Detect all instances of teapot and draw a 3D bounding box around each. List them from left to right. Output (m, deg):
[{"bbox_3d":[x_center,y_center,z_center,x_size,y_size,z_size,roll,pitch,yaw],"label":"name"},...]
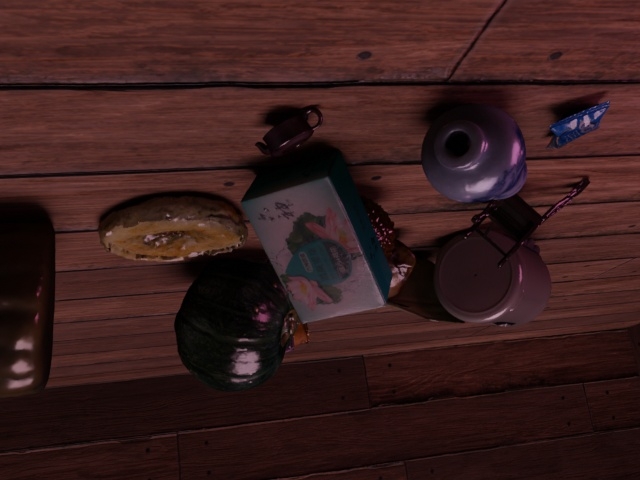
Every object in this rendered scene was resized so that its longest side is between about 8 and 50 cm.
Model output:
[{"bbox_3d":[-0.043,-0.146,0.941,0.100,0.045,0.068,-32,180,16],"label":"teapot"}]

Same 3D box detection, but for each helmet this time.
[{"bbox_3d":[0.231,0.110,1.711,0.258,0.137,0.204,9,179,41],"label":"helmet"}]

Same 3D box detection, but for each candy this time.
[{"bbox_3d":[0.383,-0.171,1.066,0.088,0.038,0.136,-25,167,10],"label":"candy"}]

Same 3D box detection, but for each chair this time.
[{"bbox_3d":[0.394,-0.063,1.361,0.229,0.113,0.106,-43,169,-14],"label":"chair"}]

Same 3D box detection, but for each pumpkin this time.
[{"bbox_3d":[-0.198,0.199,1.528,0.264,0.197,0.292,18,126,8],"label":"pumpkin"}]

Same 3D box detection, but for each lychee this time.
[{"bbox_3d":[0.056,-0.009,1.256,0.171,0.171,0.171,-7,163,-2],"label":"lychee"}]

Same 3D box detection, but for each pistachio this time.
[{"bbox_3d":[0.124,0.057,1.554,0.165,0.130,0.210,46,138,-18],"label":"pistachio"}]

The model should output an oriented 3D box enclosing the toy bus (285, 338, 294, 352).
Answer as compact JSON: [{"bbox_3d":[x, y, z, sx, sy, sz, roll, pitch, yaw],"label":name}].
[{"bbox_3d":[-0.129,0.191,1.736,0.096,0.198,0.108,-19,163,35],"label":"toy bus"}]

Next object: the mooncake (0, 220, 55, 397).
[{"bbox_3d":[-0.520,0.109,1.152,0.161,0.290,0.290,3,161,-16],"label":"mooncake"}]

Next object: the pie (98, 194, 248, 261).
[{"bbox_3d":[-0.256,-0.012,1.260,0.274,0.055,0.274,-7,163,-2],"label":"pie"}]

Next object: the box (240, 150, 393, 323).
[{"bbox_3d":[0.000,0.000,1.113,0.153,0.092,0.244,-15,117,23],"label":"box"}]

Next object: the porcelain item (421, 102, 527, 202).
[{"bbox_3d":[0.231,-0.117,1.022,0.141,0.141,0.259,-15,171,23],"label":"porcelain item"}]

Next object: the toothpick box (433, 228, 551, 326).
[{"bbox_3d":[0.423,0.088,1.659,0.229,0.229,0.316,-18,162,30],"label":"toothpick box"}]

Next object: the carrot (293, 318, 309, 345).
[{"bbox_3d":[-0.165,0.234,1.907,0.254,0.195,0.196,-11,164,-13],"label":"carrot"}]
